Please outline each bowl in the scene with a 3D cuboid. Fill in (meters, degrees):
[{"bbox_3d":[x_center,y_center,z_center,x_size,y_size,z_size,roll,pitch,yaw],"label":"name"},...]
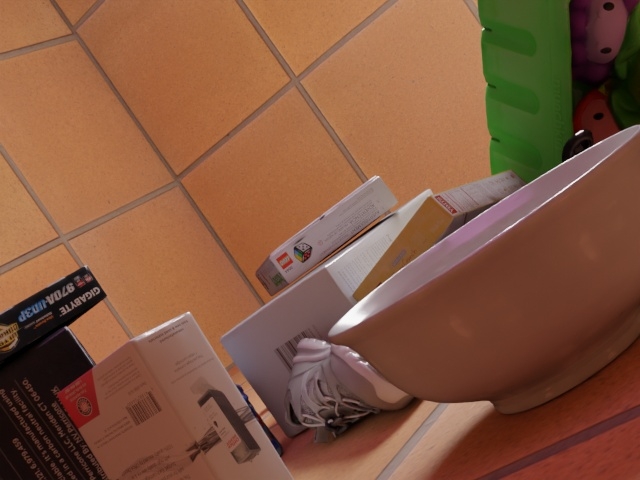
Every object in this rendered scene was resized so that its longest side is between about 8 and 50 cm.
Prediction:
[{"bbox_3d":[0.163,0.044,0.882,0.298,0.134,0.298,-35,-1,0],"label":"bowl"}]

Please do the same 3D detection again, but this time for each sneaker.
[{"bbox_3d":[0.030,0.178,1.245,0.281,0.105,0.115,160,132,-74],"label":"sneaker"}]

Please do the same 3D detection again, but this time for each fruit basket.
[{"bbox_3d":[0.411,-0.206,1.409,0.283,0.392,0.392,-35,0,-35],"label":"fruit basket"}]

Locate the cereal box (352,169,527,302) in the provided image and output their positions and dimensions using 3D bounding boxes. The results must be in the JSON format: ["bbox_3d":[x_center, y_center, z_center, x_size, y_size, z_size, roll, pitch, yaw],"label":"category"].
[{"bbox_3d":[0.157,0.001,1.397,0.240,0.047,0.173,-20,-29,-55],"label":"cereal box"}]

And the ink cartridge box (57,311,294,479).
[{"bbox_3d":[-0.145,0.205,1.128,0.158,0.218,0.092,-34,-5,41],"label":"ink cartridge box"}]

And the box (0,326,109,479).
[{"bbox_3d":[-0.440,0.368,1.452,0.472,0.297,0.480,-37,1,-14],"label":"box"}]

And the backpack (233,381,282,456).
[{"bbox_3d":[-0.144,0.231,1.434,0.117,0.173,0.158,-35,-1,-7],"label":"backpack"}]

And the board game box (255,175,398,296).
[{"bbox_3d":[0.000,0.000,1.660,0.193,0.053,0.305,-37,-1,-9],"label":"board game box"}]

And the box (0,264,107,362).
[{"bbox_3d":[-0.383,0.121,1.366,0.175,0.051,0.220,-34,1,-42],"label":"box"}]

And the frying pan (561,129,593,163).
[{"bbox_3d":[0.302,-0.067,1.224,0.197,0.053,0.326,-22,-11,-18],"label":"frying pan"}]

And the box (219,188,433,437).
[{"bbox_3d":[0.059,0.093,1.550,0.215,0.168,0.345,-36,0,34],"label":"box"}]
